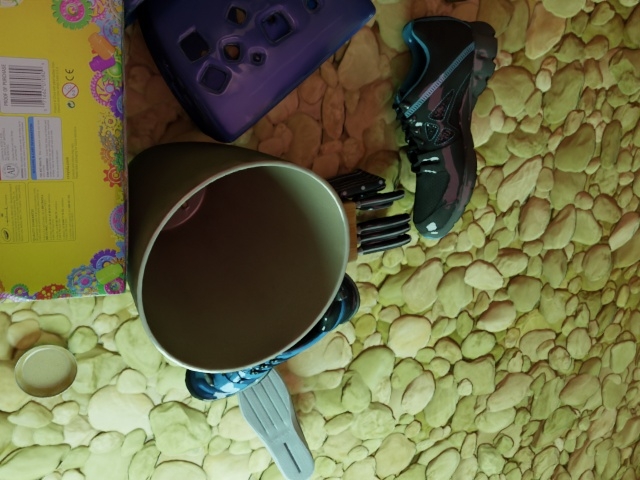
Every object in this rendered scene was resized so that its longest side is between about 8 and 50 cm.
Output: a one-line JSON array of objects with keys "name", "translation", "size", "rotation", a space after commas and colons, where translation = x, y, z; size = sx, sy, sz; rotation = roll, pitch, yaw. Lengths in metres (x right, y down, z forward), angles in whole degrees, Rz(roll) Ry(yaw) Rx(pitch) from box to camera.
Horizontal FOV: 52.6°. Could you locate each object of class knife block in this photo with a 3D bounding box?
[{"name": "knife block", "translation": [0.000, 0.000, 0.992], "size": [0.242, 0.088, 0.275], "rotation": [37, 89, -28]}]

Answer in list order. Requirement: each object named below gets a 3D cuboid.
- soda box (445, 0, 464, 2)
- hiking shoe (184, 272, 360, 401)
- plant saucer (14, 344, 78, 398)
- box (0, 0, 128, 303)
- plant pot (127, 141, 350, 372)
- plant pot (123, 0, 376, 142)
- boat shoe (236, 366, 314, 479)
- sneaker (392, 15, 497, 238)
[{"name": "soda box", "translation": [0.271, -0.430, 0.992], "size": [0.181, 0.061, 0.058], "rotation": [-32, 116, -12]}, {"name": "hiking shoe", "translation": [-0.088, 0.136, 0.935], "size": [0.304, 0.132, 0.113], "rotation": [-36, 82, 11]}, {"name": "plant saucer", "translation": [-0.388, 0.183, 0.918], "size": [0.084, 0.015, 0.083], "rotation": [-7, 109, -21]}, {"name": "box", "translation": [-0.318, -0.115, 0.705], "size": [0.177, 0.279, 0.289], "rotation": [-3, 107, -23]}, {"name": "plant pot", "translation": [-0.146, -0.021, 0.802], "size": [0.257, 0.274, 0.256], "rotation": [-18, 124, -28]}, {"name": "plant pot", "translation": [-0.113, -0.274, 0.781], "size": [0.236, 0.236, 0.212], "rotation": [-45, 111, -5]}, {"name": "boat shoe", "translation": [-0.080, 0.288, 1.058], "size": [0.083, 0.076, 0.226], "rotation": [-21, 98, -9]}, {"name": "sneaker", "translation": [0.169, -0.174, 1.007], "size": [0.140, 0.125, 0.340], "rotation": [5, 95, -18]}]
